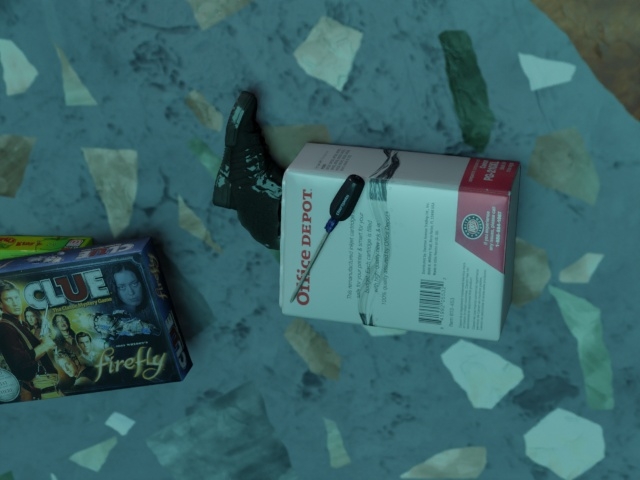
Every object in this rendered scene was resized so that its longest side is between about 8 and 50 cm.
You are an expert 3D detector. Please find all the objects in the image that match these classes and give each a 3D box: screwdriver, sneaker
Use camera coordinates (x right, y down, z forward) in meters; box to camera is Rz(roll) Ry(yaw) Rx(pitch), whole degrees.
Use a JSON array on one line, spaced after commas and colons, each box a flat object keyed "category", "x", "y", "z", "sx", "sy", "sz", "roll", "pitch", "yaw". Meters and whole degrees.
[{"category": "screwdriver", "x": 0.000, "y": 0.000, "z": 1.801, "sx": 0.025, "sy": 0.024, "sz": 0.170, "roll": 18, "pitch": 122, "yaw": -26}, {"category": "sneaker", "x": -0.063, "y": -0.075, "z": 1.882, "sx": 0.089, "sy": 0.051, "sz": 0.170, "roll": 18, "pitch": 121, "yaw": 6}]

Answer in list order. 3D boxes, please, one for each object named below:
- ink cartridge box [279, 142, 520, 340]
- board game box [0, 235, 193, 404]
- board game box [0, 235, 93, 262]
[{"category": "ink cartridge box", "x": 0.083, "y": -0.001, "z": 1.848, "sx": 0.237, "sy": 0.100, "sz": 0.172, "roll": 6, "pitch": 114, "yaw": 11}, {"category": "board game box", "x": -0.282, "y": 0.093, "z": 1.965, "sx": 0.243, "sy": 0.042, "sz": 0.165, "roll": -9, "pitch": 112, "yaw": 18}, {"category": "board game box", "x": -0.348, "y": 0.044, "z": 2.009, "sx": 0.181, "sy": 0.043, "sz": 0.092, "roll": 1, "pitch": 115, "yaw": 14}]
